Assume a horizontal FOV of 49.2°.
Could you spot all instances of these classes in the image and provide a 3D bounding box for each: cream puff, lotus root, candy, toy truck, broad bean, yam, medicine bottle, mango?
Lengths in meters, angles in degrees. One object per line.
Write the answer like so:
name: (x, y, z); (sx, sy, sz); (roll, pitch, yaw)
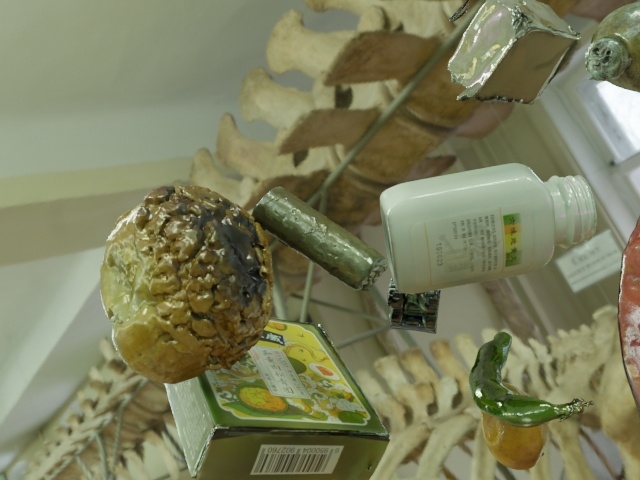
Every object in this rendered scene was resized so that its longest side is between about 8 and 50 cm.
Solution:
cream puff: (-0.214, 0.067, 1.209); (0.231, 0.327, 0.343); (-21, 33, 33)
lotus root: (0.565, -0.318, 1.146); (0.349, 0.175, 0.175); (-4, -23, -27)
candy: (0.357, -0.357, 1.315); (0.184, 0.137, 0.195); (-2, -40, -33)
toy truck: (0.217, 0.134, 1.602); (0.113, 0.126, 0.208); (6, -32, 10)
broad bean: (0.317, 0.237, 1.163); (0.144, 0.049, 0.292); (-22, 17, -6)
yam: (0.000, 0.000, 1.302); (0.093, 0.259, 0.093); (-53, -12, -16)
medicine bottle: (0.267, -0.024, 1.128); (0.324, 0.179, 0.124); (-10, 27, 2)
mango: (0.352, 0.335, 1.274); (0.115, 0.165, 0.089); (-9, -2, 5)

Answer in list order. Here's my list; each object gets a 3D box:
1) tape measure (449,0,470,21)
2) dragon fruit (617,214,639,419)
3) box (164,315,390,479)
tape measure: (0.286, -0.563, 1.508); (0.107, 0.180, 0.104); (23, -45, -8)
dragon fruit: (0.426, 0.059, 0.699); (0.343, 0.282, 0.100); (-33, -9, -22)
box: (-0.112, 0.307, 1.434); (0.373, 0.420, 0.138); (11, -69, -28)
